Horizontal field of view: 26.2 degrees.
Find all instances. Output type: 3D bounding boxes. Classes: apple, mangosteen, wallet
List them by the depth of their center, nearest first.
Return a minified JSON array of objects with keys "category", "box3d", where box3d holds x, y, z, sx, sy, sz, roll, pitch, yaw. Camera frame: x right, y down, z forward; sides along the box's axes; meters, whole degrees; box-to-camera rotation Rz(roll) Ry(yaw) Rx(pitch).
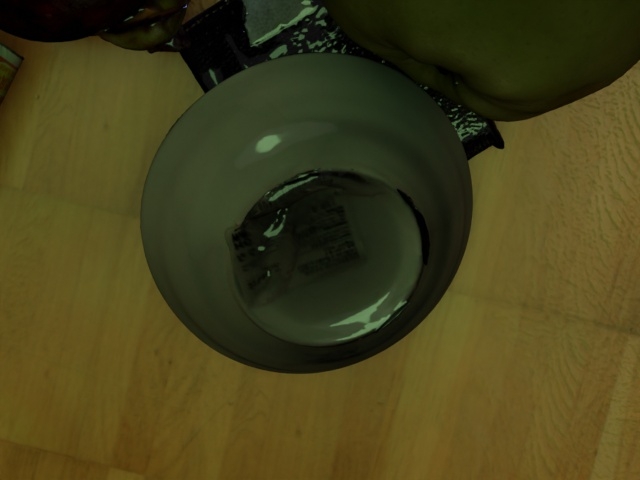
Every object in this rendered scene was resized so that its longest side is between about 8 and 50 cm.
[{"category":"apple","box3d":[0.154,-0.282,1.118,0.357,0.357,0.357,0,97,2]},{"category":"mangosteen","box3d":[-0.206,-0.263,1.212,0.228,0.228,0.265,-42,117,6]},{"category":"wallet","box3d":[0.016,-0.143,1.286,0.221,0.071,0.262,-32,89,6]}]

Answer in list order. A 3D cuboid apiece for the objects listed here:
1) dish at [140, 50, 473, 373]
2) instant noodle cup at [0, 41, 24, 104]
[{"category":"dish","box3d":[0.000,0.000,1.209,0.316,0.106,0.316,-5,116,-10]},{"category":"instant noodle cup","box3d":[-0.385,-0.117,1.258,0.193,0.193,0.212,33,89,-2]}]
